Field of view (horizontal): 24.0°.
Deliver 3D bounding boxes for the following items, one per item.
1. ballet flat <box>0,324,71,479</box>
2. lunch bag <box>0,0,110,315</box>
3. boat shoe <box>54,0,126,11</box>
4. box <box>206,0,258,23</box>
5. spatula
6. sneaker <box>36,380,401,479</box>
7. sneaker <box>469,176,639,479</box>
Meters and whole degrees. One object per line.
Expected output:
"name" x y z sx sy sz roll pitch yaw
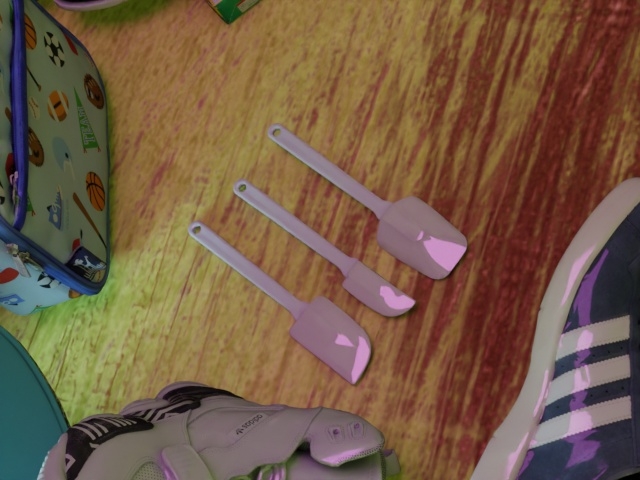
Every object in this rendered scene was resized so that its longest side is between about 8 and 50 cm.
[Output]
"ballet flat" -0.238 0.300 1.227 0.164 0.182 0.482 -18 68 -29
"lunch bag" -0.290 -0.089 1.395 0.115 0.243 0.303 -16 61 15
"boat shoe" -0.159 -0.333 1.494 0.303 0.091 0.114 -30 60 12
"box" -0.103 -0.315 1.542 0.105 0.043 0.179 -37 61 4
"spatula" 0.000 0.000 1.373 0.242 0.019 0.168 38 90 32
"sneaker" -0.069 0.197 1.137 0.210 0.366 0.137 6 100 15
"sneaker" 0.230 0.125 1.169 0.148 0.131 0.350 20 81 21
